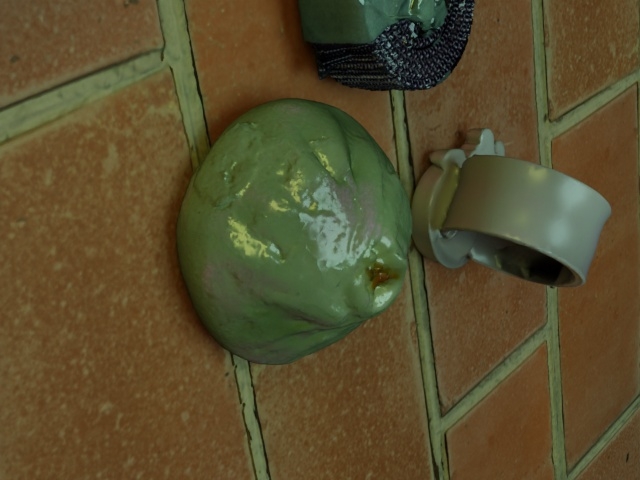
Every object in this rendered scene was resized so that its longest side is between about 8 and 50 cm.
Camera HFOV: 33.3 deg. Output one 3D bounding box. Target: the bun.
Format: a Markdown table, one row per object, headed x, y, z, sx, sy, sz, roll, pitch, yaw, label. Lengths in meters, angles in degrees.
| x | y | z | sx | sy | sz | roll | pitch | yaw | label |
| --- | --- | --- | --- | --- | --- | --- | --- | --- | --- |
| 0.000 | 0.000 | 1.124 | 0.293 | 0.187 | 0.293 | -14 | 110 | -45 | bun |

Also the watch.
| x | y | z | sx | sy | sz | roll | pitch | yaw | label |
| --- | --- | --- | --- | --- | --- | --- | --- | --- | --- |
| 0.267 | -0.037 | 1.393 | 0.244 | 0.231 | 0.196 | 31 | 75 | -46 | watch |

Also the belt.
| x | y | z | sx | sy | sz | roll | pitch | yaw | label |
| --- | --- | --- | --- | --- | --- | --- | --- | --- | --- |
| 0.076 | -0.322 | 1.169 | 0.260 | 0.122 | 0.325 | -34 | 124 | -45 | belt |
